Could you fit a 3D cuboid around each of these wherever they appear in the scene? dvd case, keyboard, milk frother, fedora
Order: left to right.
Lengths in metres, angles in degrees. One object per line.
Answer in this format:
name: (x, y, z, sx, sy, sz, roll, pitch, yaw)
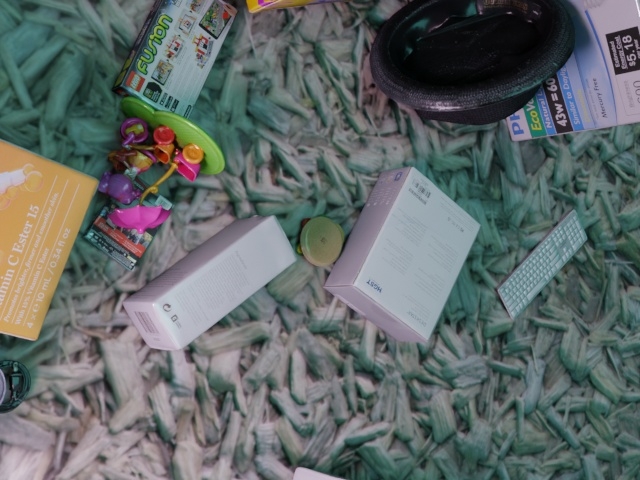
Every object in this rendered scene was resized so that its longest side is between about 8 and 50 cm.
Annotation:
milk frother: (-0.419, 0.178, 1.230, 0.143, 0.135, 0.129, -13, 109, -31)
dvd case: (-0.273, -0.029, 1.412, 0.087, 0.013, 0.119, 39, 68, -26)
fedora: (0.256, -0.287, 1.650, 0.334, 0.334, 0.152, -53, 146, -24)
keyboard: (0.420, 0.043, 1.862, 0.256, 0.014, 0.072, -42, 109, -27)

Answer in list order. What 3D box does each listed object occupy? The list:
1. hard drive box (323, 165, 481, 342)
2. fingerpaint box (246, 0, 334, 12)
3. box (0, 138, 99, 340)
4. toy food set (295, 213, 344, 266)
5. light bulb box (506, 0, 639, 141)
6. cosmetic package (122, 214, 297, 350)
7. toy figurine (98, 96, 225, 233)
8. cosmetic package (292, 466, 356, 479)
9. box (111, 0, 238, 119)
hard drive box: (0.139, 0.024, 1.633, 0.181, 0.089, 0.232, 38, 68, -26)
fingerpaint box: (0.060, -0.550, 1.453, 0.445, 0.163, 0.371, -18, 95, -42)
box: (-0.465, -0.042, 1.123, 0.345, 0.168, 0.214, 23, 86, -47)
toy food set: (0.000, 0.000, 1.584, 0.083, 0.020, 0.083, 31, 72, -28)
light bulb box: (0.482, -0.384, 1.718, 0.225, 0.361, 0.357, -22, 100, -30)
cosmetic package: (-0.157, 0.058, 1.423, 0.231, 0.117, 0.085, -36, 107, -28)
toy figurine: (-0.245, -0.092, 1.369, 0.173, 0.130, 0.159, 34, 66, -4)
cosmetic package: (0.035, 0.597, 1.493, 0.230, 0.161, 0.453, 21, 77, -31)
box: (-0.211, -0.281, 1.452, 0.114, 0.036, 0.207, 31, 71, -28)
